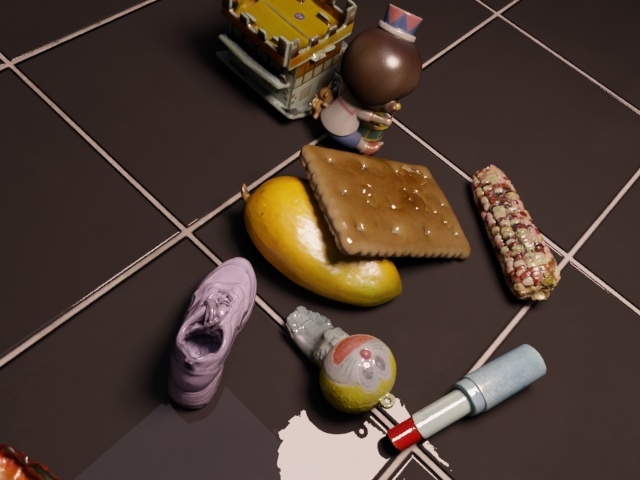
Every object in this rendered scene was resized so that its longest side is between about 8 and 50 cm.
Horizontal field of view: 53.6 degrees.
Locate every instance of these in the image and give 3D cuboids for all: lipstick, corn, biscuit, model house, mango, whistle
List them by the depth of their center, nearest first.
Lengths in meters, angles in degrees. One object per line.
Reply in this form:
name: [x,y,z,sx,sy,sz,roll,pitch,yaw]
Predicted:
whistle: [0.029,0.170,0.950,0.123,0.122,0.223,-31,54,-28]
lipstick: [0.219,0.243,0.967,0.274,0.068,0.061,-24,73,-18]
mango: [0.000,0.000,1.052,0.317,0.119,0.176,39,53,3]
biscuit: [0.121,-0.064,1.082,0.325,0.044,0.217,4,52,-41]
corn: [0.345,-0.015,1.154,0.092,0.092,0.280,-5,54,-16]
model house: [-0.067,-0.380,1.216,0.224,0.215,0.198,42,62,15]

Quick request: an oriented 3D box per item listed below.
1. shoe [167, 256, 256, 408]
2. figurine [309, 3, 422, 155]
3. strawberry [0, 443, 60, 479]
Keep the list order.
shoe: [-0.154,0.112,0.927,0.095,0.137,0.244,21,56,-4]
figurine: [0.102,-0.294,1.166,0.158,0.275,0.161,-23,68,-41]
strawberry: [-0.355,0.346,0.763,0.192,0.085,0.140,25,63,10]
